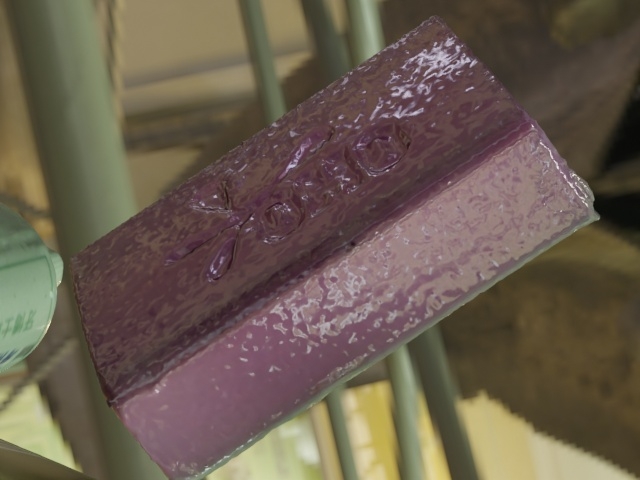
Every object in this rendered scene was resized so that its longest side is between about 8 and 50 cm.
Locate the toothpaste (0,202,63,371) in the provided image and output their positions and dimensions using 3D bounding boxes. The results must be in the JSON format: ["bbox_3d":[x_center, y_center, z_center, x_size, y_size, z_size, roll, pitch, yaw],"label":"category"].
[{"bbox_3d":[-0.102,0.020,0.361,0.041,0.064,0.218,43,18,9],"label":"toothpaste"}]

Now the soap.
[{"bbox_3d":[-0.001,-0.001,1.053,0.081,0.259,0.181,54,4,-27],"label":"soap"}]

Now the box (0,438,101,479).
[{"bbox_3d":[-0.258,0.259,0.858,0.138,0.373,0.420,18,88,-52],"label":"box"}]
